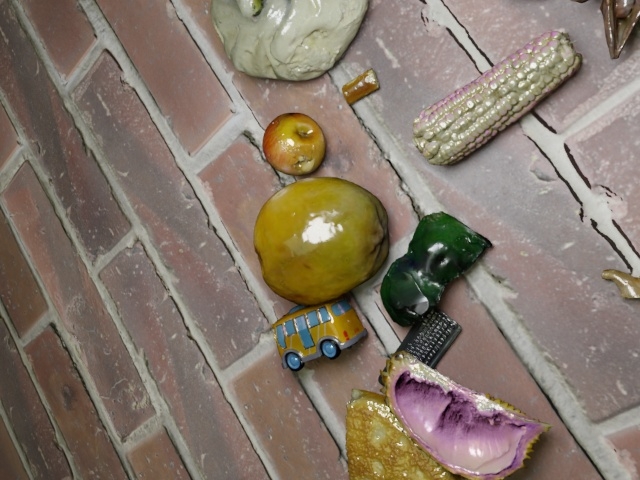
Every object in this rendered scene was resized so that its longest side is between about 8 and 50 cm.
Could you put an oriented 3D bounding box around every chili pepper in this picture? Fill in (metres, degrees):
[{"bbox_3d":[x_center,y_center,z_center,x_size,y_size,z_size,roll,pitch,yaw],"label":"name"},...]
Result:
[{"bbox_3d":[0.208,0.066,1.090,0.148,0.116,0.264,44,112,22],"label":"chili pepper"}]

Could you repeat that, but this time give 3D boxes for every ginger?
[{"bbox_3d":[0.558,0.083,0.953,0.097,0.030,0.048,15,74,24],"label":"ginger"}]

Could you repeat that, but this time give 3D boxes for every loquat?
[{"bbox_3d":[0.000,0.000,1.122,0.284,0.276,0.276,-5,92,26],"label":"loquat"}]

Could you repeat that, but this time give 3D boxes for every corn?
[{"bbox_3d":[0.329,-0.263,1.002,0.335,0.126,0.127,-31,80,23],"label":"corn"}]

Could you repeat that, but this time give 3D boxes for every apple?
[{"bbox_3d":[-0.058,-0.221,1.190,0.146,0.146,0.146,3,96,28],"label":"apple"}]

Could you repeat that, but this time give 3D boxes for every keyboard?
[{"bbox_3d":[0.214,0.251,1.156,0.093,0.025,0.230,37,110,23],"label":"keyboard"}]

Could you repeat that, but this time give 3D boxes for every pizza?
[{"bbox_3d":[0.188,0.465,1.154,0.268,0.087,0.258,-3,89,27],"label":"pizza"}]

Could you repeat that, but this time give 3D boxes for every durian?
[{"bbox_3d":[0.270,0.359,1.080,0.341,0.112,0.191,23,107,21],"label":"durian"}]

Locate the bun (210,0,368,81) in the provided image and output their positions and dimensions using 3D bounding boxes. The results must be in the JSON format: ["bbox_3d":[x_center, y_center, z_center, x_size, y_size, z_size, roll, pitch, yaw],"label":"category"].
[{"bbox_3d":[-0.086,-0.518,1.144,0.359,0.211,0.360,2,94,27],"label":"bun"}]

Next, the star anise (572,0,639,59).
[{"bbox_3d":[0.506,-0.475,0.891,0.349,0.109,0.292,-37,70,15],"label":"star anise"}]

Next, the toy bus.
[{"bbox_3d":[-0.012,0.206,1.210,0.209,0.126,0.136,-26,85,30],"label":"toy bus"}]

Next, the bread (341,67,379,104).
[{"bbox_3d":[0.089,-0.339,1.165,0.083,0.036,0.047,-24,91,26],"label":"bread"}]
